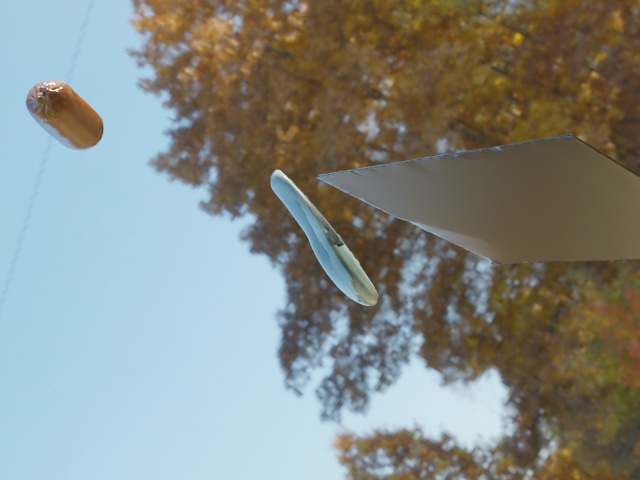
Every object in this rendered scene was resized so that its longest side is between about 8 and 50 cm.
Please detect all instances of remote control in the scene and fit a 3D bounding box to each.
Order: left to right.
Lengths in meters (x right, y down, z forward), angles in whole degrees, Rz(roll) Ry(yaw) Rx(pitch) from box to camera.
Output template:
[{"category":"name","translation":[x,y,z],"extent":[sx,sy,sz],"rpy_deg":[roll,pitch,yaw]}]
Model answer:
[{"category":"remote control","translation":[0.001,-0.002,1.738],"extent":[0.045,0.256,0.097],"rpy_deg":[-33,-17,-11]}]

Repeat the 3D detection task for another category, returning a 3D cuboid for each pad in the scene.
[{"category":"pad","translation":[0.189,-0.028,1.086],"extent":[0.247,0.367,0.007],"rpy_deg":[25,-106,-28]}]

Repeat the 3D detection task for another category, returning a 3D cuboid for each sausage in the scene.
[{"category":"sausage","translation":[-0.384,-0.188,1.739],"extent":[0.076,0.076,0.197],"rpy_deg":[-56,-12,-5]}]
